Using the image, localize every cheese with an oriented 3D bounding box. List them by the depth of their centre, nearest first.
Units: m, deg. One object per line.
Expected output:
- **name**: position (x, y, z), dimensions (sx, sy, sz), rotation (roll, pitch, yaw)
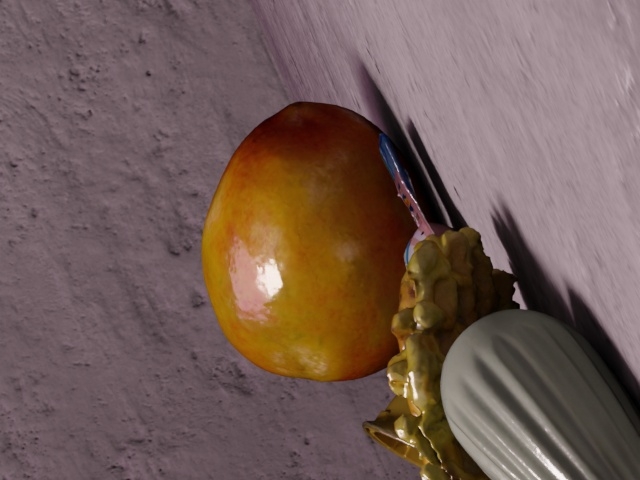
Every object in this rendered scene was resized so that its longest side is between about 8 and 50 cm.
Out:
- **cheese**: position (0.124, 0.019, 1.872), dimensions (0.189, 0.074, 0.286), rotation (95, 150, -83)

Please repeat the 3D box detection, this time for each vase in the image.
- **vase**: position (0.186, 0.155, 1.310), dimensions (0.248, 0.128, 0.128), rotation (52, 169, 50)

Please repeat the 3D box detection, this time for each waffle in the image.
- **waffle**: position (0.138, 0.148, 1.538), dimensions (0.325, 0.068, 0.302), rotation (62, -153, -22)

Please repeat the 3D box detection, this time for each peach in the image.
- **peach**: position (0.000, 0.000, 2.063), dimensions (0.308, 0.308, 0.332), rotation (-120, 21, -65)

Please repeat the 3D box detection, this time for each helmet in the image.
- **helmet**: position (0.173, 0.235, 2.284), dimensions (0.205, 0.140, 0.257), rotation (24, 167, 21)
